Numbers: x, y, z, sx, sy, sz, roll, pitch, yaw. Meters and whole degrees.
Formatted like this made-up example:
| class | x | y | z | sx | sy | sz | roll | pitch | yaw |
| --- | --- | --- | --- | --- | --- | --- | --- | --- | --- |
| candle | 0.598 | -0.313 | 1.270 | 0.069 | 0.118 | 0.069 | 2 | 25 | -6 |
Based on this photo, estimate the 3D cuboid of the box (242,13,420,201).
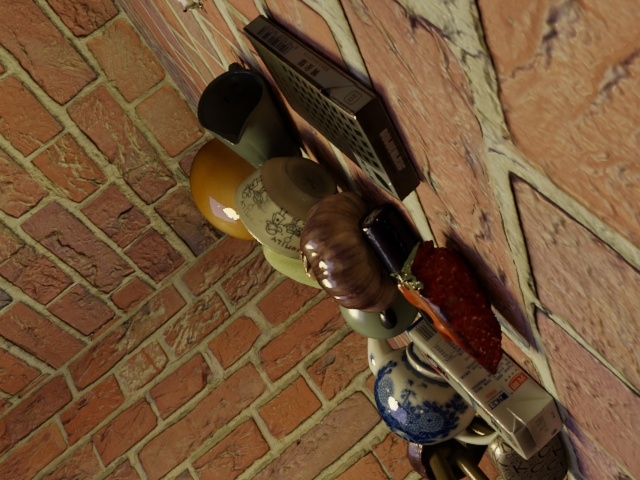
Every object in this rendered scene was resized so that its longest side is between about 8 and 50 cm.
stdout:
| class | x | y | z | sx | sy | sz | roll | pitch | yaw |
| --- | --- | --- | --- | --- | --- | --- | --- | --- | --- |
| box | 0.011 | -0.200 | 1.099 | 0.325 | 0.047 | 0.180 | 47 | 174 | 43 |

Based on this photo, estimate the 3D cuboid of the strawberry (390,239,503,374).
| class | x | y | z | sx | sy | sz | roll | pitch | yaw |
| --- | --- | --- | --- | --- | --- | --- | --- | --- | --- |
| strawberry | 0.217 | 0.100 | 1.158 | 0.228 | 0.098 | 0.174 | 47 | 176 | 8 |

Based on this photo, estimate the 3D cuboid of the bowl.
| class | x | y | z | sx | sy | sz | roll | pitch | yaw |
| --- | --- | --- | --- | --- | --- | --- | --- | --- | --- |
| bowl | -0.049 | -0.089 | 1.570 | 0.237 | 0.126 | 0.238 | 22 | -142 | -19 |

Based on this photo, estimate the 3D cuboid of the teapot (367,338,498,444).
| class | x | y | z | sx | sy | sz | roll | pitch | yaw |
| --- | --- | --- | --- | --- | --- | --- | --- | --- | --- |
| teapot | 0.263 | 0.335 | 1.794 | 0.424 | 0.280 | 0.252 | 29 | -153 | 26 |

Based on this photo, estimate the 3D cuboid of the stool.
| class | x | y | z | sx | sy | sz | roll | pitch | yaw |
| --- | --- | --- | --- | --- | --- | --- | --- | --- | --- |
| stool | 0.387 | 0.561 | 2.028 | 0.272 | 0.272 | 0.178 | 54 | 171 | -32 |

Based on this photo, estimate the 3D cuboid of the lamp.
| class | x | y | z | sx | sy | sz | roll | pitch | yaw |
| --- | --- | --- | --- | --- | --- | --- | --- | --- | --- |
| lamp | 0.118 | 0.093 | 1.626 | 0.198 | 0.197 | 0.244 | 67 | -175 | -73 |

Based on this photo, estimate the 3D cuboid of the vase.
| class | x | y | z | sx | sy | sz | roll | pitch | yaw |
| --- | --- | --- | --- | --- | --- | --- | --- | --- | --- |
| vase | -0.138 | -0.247 | 1.642 | 0.301 | 0.156 | 0.251 | 47 | -152 | -60 |

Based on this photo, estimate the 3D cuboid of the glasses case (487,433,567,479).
| class | x | y | z | sx | sy | sz | roll | pitch | yaw |
| --- | --- | --- | --- | --- | --- | --- | --- | --- | --- |
| glasses case | 0.435 | 0.457 | 1.563 | 0.085 | 0.137 | 0.355 | 56 | 179 | 39 |

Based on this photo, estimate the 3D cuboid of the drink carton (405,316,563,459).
| class | x | y | z | sx | sy | sz | roll | pitch | yaw |
| --- | --- | --- | --- | --- | --- | --- | --- | --- | --- |
| drink carton | 0.309 | 0.256 | 1.434 | 0.315 | 0.106 | 0.130 | 44 | 174 | 43 |

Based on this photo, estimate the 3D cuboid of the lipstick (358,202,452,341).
| class | x | y | z | sx | sy | sz | roll | pitch | yaw |
| --- | --- | --- | --- | --- | --- | --- | --- | --- | --- |
| lipstick | 0.173 | 0.065 | 1.372 | 0.300 | 0.081 | 0.081 | 54 | 174 | -19 |

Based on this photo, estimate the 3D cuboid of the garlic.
| class | x | y | z | sx | sy | sz | roll | pitch | yaw |
| --- | --- | --- | --- | --- | --- | --- | --- | --- | --- |
| garlic | 0.049 | 0.032 | 1.445 | 0.245 | 0.160 | 0.245 | 46 | -155 | -29 |

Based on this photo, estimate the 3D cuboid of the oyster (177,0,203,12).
| class | x | y | z | sx | sy | sz | roll | pitch | yaw |
| --- | --- | --- | --- | --- | --- | --- | --- | --- | --- |
| oyster | -0.308 | -0.532 | 1.468 | 0.209 | 0.072 | 0.133 | 30 | 166 | 6 |

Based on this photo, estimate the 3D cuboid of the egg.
| class | x | y | z | sx | sy | sz | roll | pitch | yaw |
| --- | --- | --- | --- | --- | --- | --- | --- | --- | --- |
| egg | -0.222 | -0.152 | 2.193 | 0.351 | 0.282 | 0.282 | 39 | 172 | 16 |

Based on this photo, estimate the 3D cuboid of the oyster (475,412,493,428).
| class | x | y | z | sx | sy | sz | roll | pitch | yaw |
| --- | --- | --- | --- | --- | --- | --- | --- | --- | --- |
| oyster | 0.378 | 0.377 | 1.942 | 0.345 | 0.078 | 0.129 | 53 | 167 | 8 |

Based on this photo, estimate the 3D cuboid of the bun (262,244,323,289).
| class | x | y | z | sx | sy | sz | roll | pitch | yaw |
| --- | --- | --- | --- | --- | --- | --- | --- | --- | --- |
| bun | 0.000 | 0.000 | 1.891 | 0.283 | 0.179 | 0.283 | 17 | 153 | 9 |
